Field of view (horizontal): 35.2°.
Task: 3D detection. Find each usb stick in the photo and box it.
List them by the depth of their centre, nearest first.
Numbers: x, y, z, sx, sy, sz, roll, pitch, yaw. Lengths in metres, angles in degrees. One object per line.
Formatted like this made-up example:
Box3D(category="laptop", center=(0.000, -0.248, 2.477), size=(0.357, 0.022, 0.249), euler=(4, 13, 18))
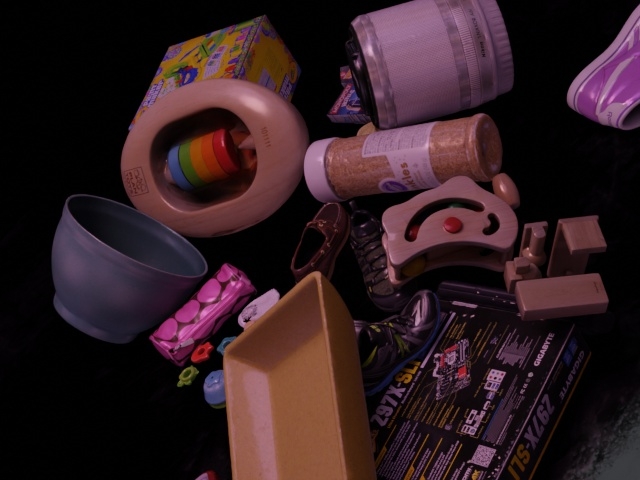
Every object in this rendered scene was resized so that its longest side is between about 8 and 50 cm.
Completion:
Box3D(category="usb stick", center=(0.294, 0.098, 1.489), size=(0.278, 0.077, 0.045), euler=(8, 85, 43))

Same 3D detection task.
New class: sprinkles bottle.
Box3D(category="sprinkles bottle", center=(0.144, -0.146, 1.825), size=(0.355, 0.121, 0.121), euler=(-6, 46, 34))

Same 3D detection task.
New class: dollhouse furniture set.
Box3D(category="dollhouse furniture set", center=(0.331, 0.068, 1.423), size=(0.144, 0.123, 0.151), euler=(-6, 50, -3))

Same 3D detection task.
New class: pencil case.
Box3D(category="pencil case", center=(-0.208, 0.135, 1.830), size=(0.209, 0.095, 0.098), euler=(-47, 3, -11))

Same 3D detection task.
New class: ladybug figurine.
Box3D(category="ladybug figurine", center=(-0.205, -0.168, 2.025), size=(0.449, 0.305, 0.162), euler=(-12, 8, 30))

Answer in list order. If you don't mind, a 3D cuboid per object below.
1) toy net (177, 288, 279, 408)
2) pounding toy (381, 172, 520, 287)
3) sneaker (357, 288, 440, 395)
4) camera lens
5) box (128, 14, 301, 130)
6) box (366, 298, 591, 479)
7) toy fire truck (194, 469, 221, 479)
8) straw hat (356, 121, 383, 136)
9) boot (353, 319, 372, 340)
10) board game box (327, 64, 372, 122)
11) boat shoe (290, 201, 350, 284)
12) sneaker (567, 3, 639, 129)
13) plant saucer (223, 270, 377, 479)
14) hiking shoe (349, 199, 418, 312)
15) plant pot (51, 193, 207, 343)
Box3D(category="toy net", center=(-0.147, 0.183, 1.771), size=(0.122, 0.045, 0.232), euler=(10, 55, 46))
Box3D(category="pounding toy", center=(0.225, 0.005, 1.627), size=(0.269, 0.155, 0.154), euler=(-25, 61, -11))
Box3D(category="sneaker", center=(0.102, 0.142, 1.461), size=(0.188, 0.078, 0.067), euler=(-45, 32, -10))
Box3D(category="camera lens", center=(0.195, -0.335, 1.870), size=(0.274, 0.219, 0.219), euler=(-15, 39, 0))
Box3D(category="box", center=(-0.231, -0.318, 2.261), size=(0.279, 0.177, 0.290), euler=(-10, 45, 30))
Box3D(category="box", center=(0.195, 0.240, 1.410), size=(0.257, 0.079, 0.322), euler=(6, 54, 45))
Box3D(category="toy fire truck", center=(-0.256, 0.480, 1.466), size=(0.302, 0.169, 0.254), euler=(-39, 11, -2))
Box3D(category="straw hat", center=(0.103, -0.194, 1.961), size=(0.144, 0.061, 0.145), euler=(-22, 39, 19))
Box3D(category="boot", center=(-0.012, 0.228, 1.605), size=(0.246, 0.083, 0.161), euler=(-19, 53, 22))
Box3D(category="board game box", center=(0.105, -0.308, 2.083), size=(0.194, 0.060, 0.194), euler=(4, 53, 42))
Box3D(category="boat shoe", center=(0.000, 0.000, 1.826), size=(0.073, 0.073, 0.207), euler=(-13, 42, 30))
Box3D(category="sneaker", center=(0.564, -0.296, 1.686), size=(0.282, 0.102, 0.161), euler=(-50, 41, -1))
Box3D(category="plant saucer", center=(-0.026, 0.256, 1.408), size=(0.333, 0.080, 0.333), euler=(-43, 48, 52))
Box3D(category="hiking shoe", center=(0.090, 0.028, 1.688), size=(0.086, 0.114, 0.227), euler=(-33, 37, 5))
Box3D(category="plant pot", center=(-0.387, 0.071, 1.918), size=(0.196, 0.293, 0.293), euler=(-61, 35, 13))
